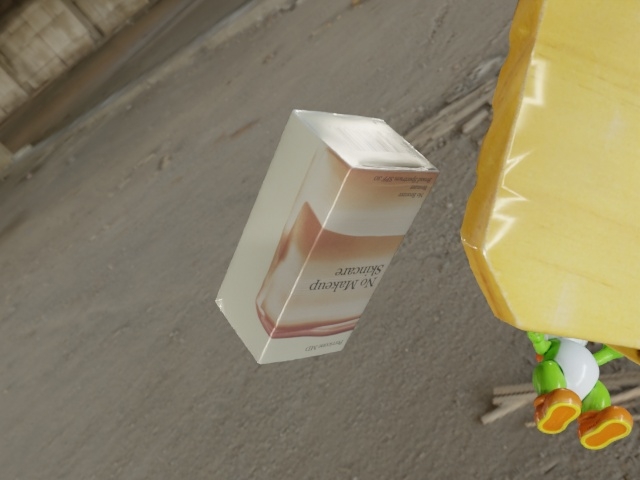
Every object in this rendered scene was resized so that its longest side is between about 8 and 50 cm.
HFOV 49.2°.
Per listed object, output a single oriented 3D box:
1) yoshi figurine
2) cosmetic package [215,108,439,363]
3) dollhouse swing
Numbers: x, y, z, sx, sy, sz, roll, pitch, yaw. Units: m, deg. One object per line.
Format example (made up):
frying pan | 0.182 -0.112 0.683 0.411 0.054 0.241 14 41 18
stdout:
yoshi figurine | 0.498 0.198 1.349 0.203 0.203 0.362 -13 34 20
cosmetic package | 0.000 0.000 0.874 0.129 0.153 0.296 50 129 35
dollhouse swing | 0.241 -0.084 0.528 0.315 0.305 0.346 -115 37 -82
